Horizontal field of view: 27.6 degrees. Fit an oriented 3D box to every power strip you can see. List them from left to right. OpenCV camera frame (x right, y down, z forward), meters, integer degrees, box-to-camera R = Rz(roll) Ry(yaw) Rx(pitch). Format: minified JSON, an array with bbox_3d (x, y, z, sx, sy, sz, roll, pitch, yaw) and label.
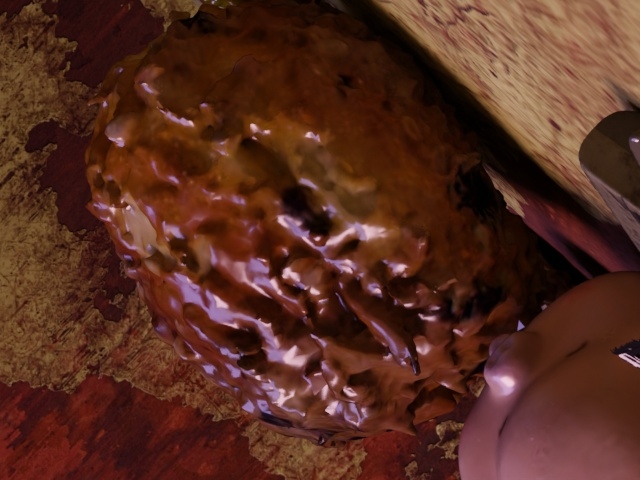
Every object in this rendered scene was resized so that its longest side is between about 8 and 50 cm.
[{"bbox_3d":[0.183,0.015,0.592,0.092,0.034,0.268,45,-178,39],"label":"power strip"}]

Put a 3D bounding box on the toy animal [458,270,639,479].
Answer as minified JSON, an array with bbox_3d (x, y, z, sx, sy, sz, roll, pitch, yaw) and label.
[{"bbox_3d":[0.240,0.167,0.881,0.326,0.237,0.269,39,-168,-9],"label":"toy animal"}]

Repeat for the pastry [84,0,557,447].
[{"bbox_3d":[0.007,0.004,1.005,0.337,0.292,0.405,47,167,29],"label":"pastry"}]

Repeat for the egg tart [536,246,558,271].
[{"bbox_3d":[0.246,0.078,1.376,0.232,0.098,0.252,49,-172,29],"label":"egg tart"}]

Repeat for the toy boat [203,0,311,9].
[{"bbox_3d":[-0.037,-0.178,1.155,0.318,0.099,0.141,39,-172,-41],"label":"toy boat"}]

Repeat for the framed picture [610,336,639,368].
[{"bbox_3d":[0.242,0.092,0.608,0.199,0.010,0.195,31,173,4],"label":"framed picture"}]

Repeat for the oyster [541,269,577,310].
[{"bbox_3d":[0.266,0.102,1.130,0.223,0.083,0.214,49,179,3],"label":"oyster"}]
